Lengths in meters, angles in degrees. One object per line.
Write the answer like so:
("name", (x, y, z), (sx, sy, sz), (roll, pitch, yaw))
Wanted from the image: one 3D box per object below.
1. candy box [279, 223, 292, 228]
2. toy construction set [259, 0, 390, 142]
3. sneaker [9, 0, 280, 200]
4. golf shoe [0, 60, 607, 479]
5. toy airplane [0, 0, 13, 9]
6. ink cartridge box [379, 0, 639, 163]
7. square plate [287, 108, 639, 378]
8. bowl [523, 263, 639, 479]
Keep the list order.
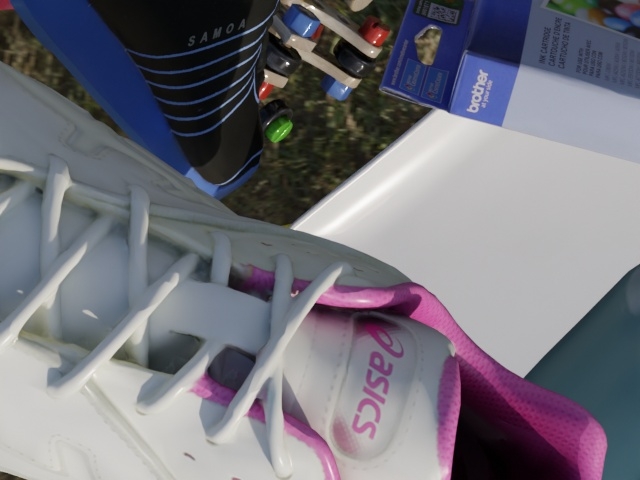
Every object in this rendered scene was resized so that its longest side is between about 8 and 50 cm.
("candy box", (0.000, 0.000, 1.261), (0.105, 0.206, 0.027), (-13, 84, 28))
("toy construction set", (-0.053, -0.305, 1.568), (0.237, 0.257, 0.309), (47, 139, 16))
("sneaker", (-0.046, -0.084, 0.487), (0.090, 0.232, 0.081), (-32, 71, 2))
("golf shoe", (-0.044, 0.018, 0.340), (0.140, 0.306, 0.115), (-5, 63, 47))
("toy airplane", (-0.287, -0.162, 1.059), (0.151, 0.028, 0.151), (9, 120, 16))
("ink cartridge box", (0.210, -0.133, 0.952), (0.311, 0.186, 0.065), (13, 128, 5))
("square plate", (0.199, 0.021, 1.081), (0.347, 0.049, 0.344), (-41, 92, 4))
("bowl", (0.215, 0.109, 0.559), (0.311, 0.311, 0.163), (22, 115, 10))
